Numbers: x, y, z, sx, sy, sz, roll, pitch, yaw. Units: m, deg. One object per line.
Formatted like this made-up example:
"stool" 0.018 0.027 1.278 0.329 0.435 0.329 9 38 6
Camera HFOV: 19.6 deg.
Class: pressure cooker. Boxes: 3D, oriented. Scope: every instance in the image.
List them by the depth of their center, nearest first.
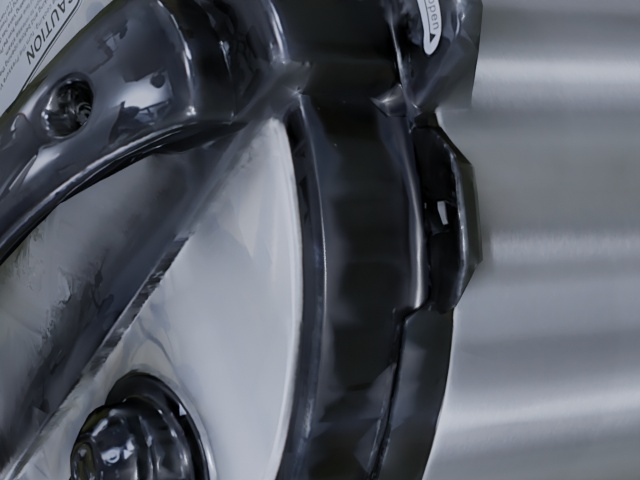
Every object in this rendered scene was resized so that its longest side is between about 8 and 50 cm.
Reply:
"pressure cooker" 0.003 0.004 0.903 0.375 0.420 0.369 18 107 52
